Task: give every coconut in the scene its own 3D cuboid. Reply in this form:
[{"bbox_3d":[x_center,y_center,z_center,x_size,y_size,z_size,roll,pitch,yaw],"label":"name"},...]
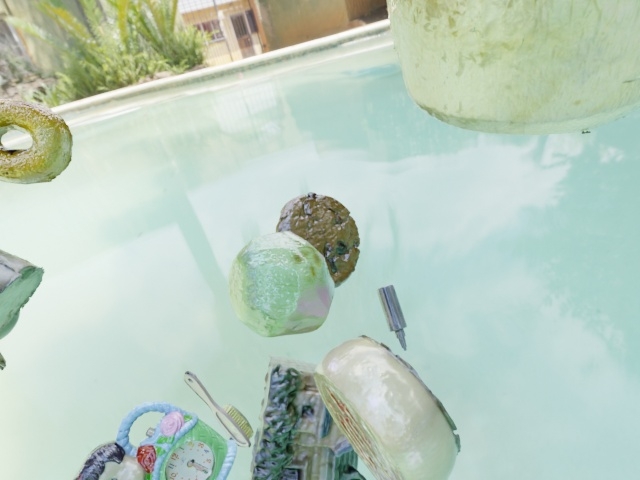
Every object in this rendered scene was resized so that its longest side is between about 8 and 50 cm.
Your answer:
[{"bbox_3d":[0.206,-0.265,0.386,0.297,0.254,0.297,-5,42,5],"label":"coconut"},{"bbox_3d":[-0.070,0.096,0.858,0.236,0.205,0.236,16,32,-10],"label":"coconut"}]

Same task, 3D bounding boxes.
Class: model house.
[{"bbox_3d":[0.001,0.591,1.207,0.400,0.445,0.395,11,-14,-8],"label":"model house"}]

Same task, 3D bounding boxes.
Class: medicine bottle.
[{"bbox_3d":[0.226,0.236,1.233,0.057,0.199,0.057,-15,-14,-4],"label":"medicine bottle"}]

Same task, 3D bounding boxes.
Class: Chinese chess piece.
[{"bbox_3d":[0.102,0.293,0.685,0.112,0.270,0.270,-31,31,-21],"label":"Chinese chess piece"}]

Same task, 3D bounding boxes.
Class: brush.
[{"bbox_3d":[-0.301,0.498,1.225,0.072,0.313,0.067,-24,17,34],"label":"brush"}]

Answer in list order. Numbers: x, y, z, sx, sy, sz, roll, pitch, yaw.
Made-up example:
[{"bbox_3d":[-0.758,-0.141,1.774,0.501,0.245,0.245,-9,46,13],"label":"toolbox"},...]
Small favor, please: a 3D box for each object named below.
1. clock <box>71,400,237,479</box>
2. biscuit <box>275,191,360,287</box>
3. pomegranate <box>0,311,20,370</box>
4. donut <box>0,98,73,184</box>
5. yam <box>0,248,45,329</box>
[{"bbox_3d":[-0.252,0.351,0.614,0.194,0.195,0.100,-62,17,-22],"label":"clock"},{"bbox_3d":[0.001,0.000,1.176,0.296,0.296,0.075,-35,8,-32],"label":"biscuit"},{"bbox_3d":[-0.758,0.190,0.885,0.187,0.225,0.187,-29,-7,-4],"label":"pomegranate"},{"bbox_3d":[-0.604,-0.199,0.806,0.190,0.174,0.074,13,1,-25],"label":"donut"},{"bbox_3d":[-0.548,0.035,0.512,0.304,0.168,0.168,26,24,-15],"label":"yam"}]
